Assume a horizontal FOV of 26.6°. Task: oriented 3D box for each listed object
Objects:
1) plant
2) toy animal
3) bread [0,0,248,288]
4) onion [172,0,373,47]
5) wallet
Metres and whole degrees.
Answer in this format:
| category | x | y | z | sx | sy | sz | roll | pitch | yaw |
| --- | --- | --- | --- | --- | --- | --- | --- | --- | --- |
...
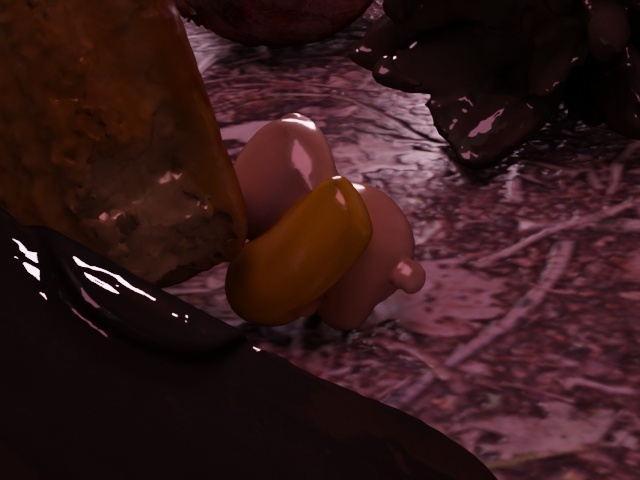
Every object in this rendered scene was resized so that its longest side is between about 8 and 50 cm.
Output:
| category | x | y | z | sx | sy | sz | roll | pitch | yaw |
| --- | --- | --- | --- | --- | --- | --- | --- | --- | --- |
| plant | 0.154 | -0.171 | 0.862 | 0.194 | 0.181 | 0.321 | 12 | 25 | 29 |
| toy animal | 0.000 | 0.000 | 0.652 | 0.082 | 0.091 | 0.114 | 13 | 27 | -36 |
| bread | -0.137 | -0.078 | 0.617 | 0.174 | 0.245 | 0.121 | -9 | 16 | 37 |
| onion | -0.012 | -0.219 | 1.019 | 0.195 | 0.159 | 0.159 | 6 | 18 | -32 |
| wallet | -0.070 | 0.053 | 0.411 | 0.310 | 0.042 | 0.165 | 29 | 24 | -9 |
